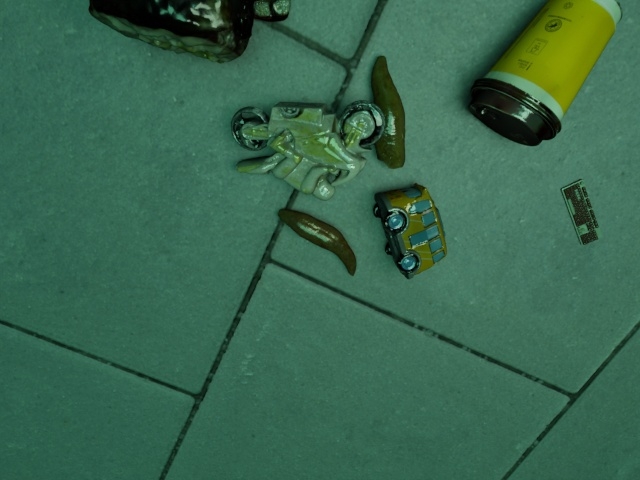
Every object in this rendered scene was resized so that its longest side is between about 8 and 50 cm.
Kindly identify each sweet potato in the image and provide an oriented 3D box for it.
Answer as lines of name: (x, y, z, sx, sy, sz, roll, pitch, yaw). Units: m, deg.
sweet potato: (0.144, -0.273, 0.898, 0.077, 0.077, 0.244, -10, 112, 5)
sweet potato: (0.009, -0.005, 1.010, 0.255, 0.058, 0.078, 37, 123, -15)

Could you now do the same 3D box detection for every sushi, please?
sushi: (-0.240, -0.484, 0.706, 0.281, 0.299, 0.295, 8, 109, -19)
sushi: (-0.101, -0.478, 0.848, 0.083, 0.044, 0.046, -1, 132, 3)

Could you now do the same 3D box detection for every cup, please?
cup: (0.443, -0.340, 0.817, 0.196, 0.196, 0.280, 33, 99, -11)

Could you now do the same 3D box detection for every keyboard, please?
keyboard: (0.639, -0.066, 0.997, 0.055, 0.017, 0.166, -27, 108, 10)

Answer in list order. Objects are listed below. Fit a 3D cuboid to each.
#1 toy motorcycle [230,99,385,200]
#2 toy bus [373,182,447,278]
toy motorcycle: (-0.030, -0.194, 0.906, 0.340, 0.108, 0.223, 3, 120, 11)
toy bus: (0.213, -0.029, 0.963, 0.136, 0.126, 0.210, -21, 108, 0)
